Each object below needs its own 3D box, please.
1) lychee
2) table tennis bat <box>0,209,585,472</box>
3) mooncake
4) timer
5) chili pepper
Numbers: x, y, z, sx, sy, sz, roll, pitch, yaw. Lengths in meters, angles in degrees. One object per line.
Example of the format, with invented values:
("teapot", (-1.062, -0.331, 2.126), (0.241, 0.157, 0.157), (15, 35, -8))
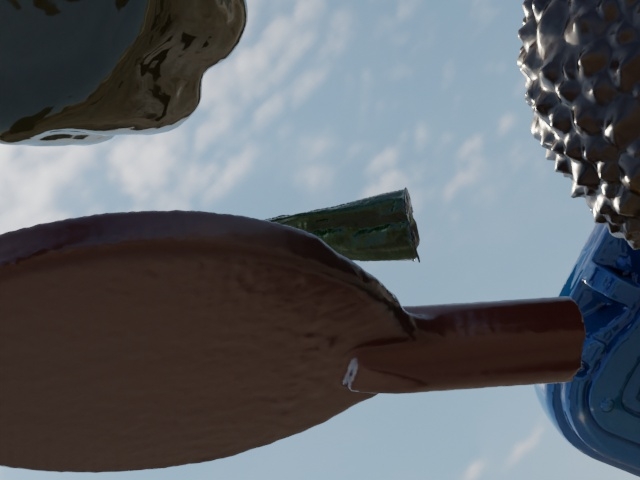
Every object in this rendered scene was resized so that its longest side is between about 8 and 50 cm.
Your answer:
("lychee", (0.249, -0.123, 0.801), (0.267, 0.267, 0.267), (-33, -26, -19))
("table tennis bat", (-0.049, 0.067, 0.800), (0.415, 0.051, 0.268), (-2, -33, -12))
("mooncake", (-0.260, -0.280, 1.523), (0.378, 0.378, 0.201), (-52, -23, 19))
("timer", (0.388, 0.086, 1.363), (0.340, 0.309, 0.115), (-64, 14, 11))
("chili pepper", (0.000, 0.000, 1.622), (0.227, 0.088, 0.059), (-9, -1, 12))
